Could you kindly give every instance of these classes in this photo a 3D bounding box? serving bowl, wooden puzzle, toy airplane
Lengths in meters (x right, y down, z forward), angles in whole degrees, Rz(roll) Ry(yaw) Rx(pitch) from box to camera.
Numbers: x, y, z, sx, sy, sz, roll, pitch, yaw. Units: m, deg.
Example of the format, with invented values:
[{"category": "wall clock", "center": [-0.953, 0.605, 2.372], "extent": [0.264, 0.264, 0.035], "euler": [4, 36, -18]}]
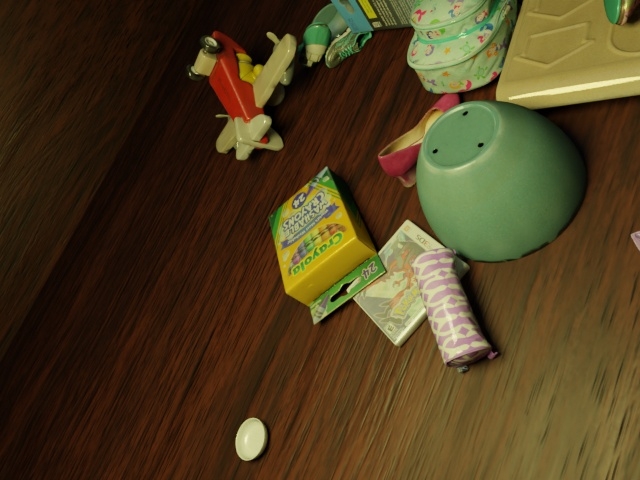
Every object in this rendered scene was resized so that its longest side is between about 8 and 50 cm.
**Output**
[{"category": "serving bowl", "center": [-0.140, 0.421, 1.018], "extent": [0.083, 0.027, 0.083], "euler": [-22, 52, 32]}, {"category": "wooden puzzle", "center": [0.518, -0.389, 0.876], "extent": [0.322, 0.080, 0.347], "euler": [2, 66, 41]}, {"category": "toy airplane", "center": [-0.205, -0.436, 1.482], "extent": [0.386, 0.272, 0.384], "euler": [20, 117, 38]}]

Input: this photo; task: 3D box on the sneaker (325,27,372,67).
[{"category": "sneaker", "center": [0.084, -0.572, 1.415], "extent": [0.166, 0.065, 0.076], "euler": [-46, 48, 13]}]

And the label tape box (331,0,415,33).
[{"category": "label tape box", "center": [0.181, -0.656, 1.209], "extent": [0.334, 0.241, 0.105], "euler": [13, 75, 37]}]

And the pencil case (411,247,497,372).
[{"category": "pencil case", "center": [0.223, 0.112, 0.820], "extent": [0.088, 0.086, 0.206], "euler": [-11, 62, -6]}]

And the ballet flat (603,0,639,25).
[{"category": "ballet flat", "center": [0.513, -0.454, 0.820], "extent": [0.079, 0.077, 0.221], "euler": [-5, 57, 8]}]

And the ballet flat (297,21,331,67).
[{"category": "ballet flat", "center": [-0.019, -0.573, 1.448], "extent": [0.247, 0.083, 0.087], "euler": [-153, 65, -77]}]

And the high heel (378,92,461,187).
[{"category": "high heel", "center": [0.214, -0.242, 1.042], "extent": [0.244, 0.117, 0.082], "euler": [-55, 42, 0]}]

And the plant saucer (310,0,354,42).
[{"category": "plant saucer", "center": [0.025, -0.721, 1.578], "extent": [0.195, 0.037, 0.195], "euler": [-22, 53, 32]}]

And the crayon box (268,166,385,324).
[{"category": "crayon box", "center": [0.000, 0.000, 1.095], "extent": [0.203, 0.083, 0.323], "euler": [-39, 40, 18]}]

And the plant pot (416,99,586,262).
[{"category": "plant pot", "center": [0.286, -0.131, 0.850], "extent": [0.290, 0.195, 0.290], "euler": [-22, 51, 31]}]

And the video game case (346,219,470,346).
[{"category": "video game case", "center": [0.165, 0.078, 0.957], "extent": [0.201, 0.023, 0.183], "euler": [-50, 42, 6]}]

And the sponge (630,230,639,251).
[{"category": "sponge", "center": [0.553, -0.001, 0.645], "extent": [0.210, 0.031, 0.117], "euler": [-29, 48, 28]}]

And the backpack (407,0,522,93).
[{"category": "backpack", "center": [0.304, -0.453, 1.044], "extent": [0.225, 0.191, 0.253], "euler": [7, 72, 40]}]
